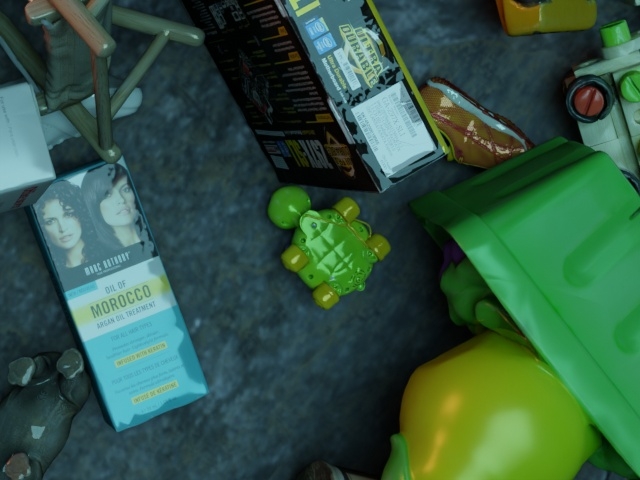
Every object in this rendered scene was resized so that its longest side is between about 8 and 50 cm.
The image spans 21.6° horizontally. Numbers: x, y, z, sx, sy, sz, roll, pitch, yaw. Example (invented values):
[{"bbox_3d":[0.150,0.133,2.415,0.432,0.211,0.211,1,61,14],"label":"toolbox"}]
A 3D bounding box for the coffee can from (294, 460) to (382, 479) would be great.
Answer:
[{"bbox_3d":[0.103,0.339,1.624,0.275,0.201,0.201,16,88,-17],"label":"coffee can"}]

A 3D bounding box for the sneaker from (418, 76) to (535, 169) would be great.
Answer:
[{"bbox_3d":[0.164,-0.098,1.702,0.175,0.064,0.067,32,103,-11],"label":"sneaker"}]

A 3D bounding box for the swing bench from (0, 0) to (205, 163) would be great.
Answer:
[{"bbox_3d":[-0.237,-0.231,1.416,0.254,0.253,0.165,32,71,5],"label":"swing bench"}]

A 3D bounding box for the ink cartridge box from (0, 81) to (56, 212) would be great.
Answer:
[{"bbox_3d":[-0.341,-0.057,1.412,0.212,0.154,0.093,-17,89,-18],"label":"ink cartridge box"}]

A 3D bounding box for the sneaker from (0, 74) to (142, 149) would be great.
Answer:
[{"bbox_3d":[-0.269,-0.101,1.562,0.212,0.080,0.094,-8,107,-10],"label":"sneaker"}]

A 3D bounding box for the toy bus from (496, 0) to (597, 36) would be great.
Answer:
[{"bbox_3d":[0.185,-0.365,1.637,0.108,0.130,0.333,-12,98,-49],"label":"toy bus"}]

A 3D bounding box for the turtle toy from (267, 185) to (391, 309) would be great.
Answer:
[{"bbox_3d":[0.000,0.000,1.645,0.095,0.066,0.130,-42,103,-10],"label":"turtle toy"}]

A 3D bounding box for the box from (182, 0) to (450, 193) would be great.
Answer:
[{"bbox_3d":[-0.026,-0.173,1.495,0.079,0.322,0.257,-32,101,-12],"label":"box"}]

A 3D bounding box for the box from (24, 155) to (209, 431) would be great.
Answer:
[{"bbox_3d":[-0.195,0.048,1.591,0.100,0.060,0.244,-22,99,-15],"label":"box"}]

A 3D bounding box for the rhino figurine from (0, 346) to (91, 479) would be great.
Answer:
[{"bbox_3d":[-0.287,0.204,1.551,0.073,0.106,0.243,28,84,5],"label":"rhino figurine"}]

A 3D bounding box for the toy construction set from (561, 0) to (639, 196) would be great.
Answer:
[{"bbox_3d":[0.367,-0.122,1.706,0.215,0.151,0.328,-17,90,9],"label":"toy construction set"}]

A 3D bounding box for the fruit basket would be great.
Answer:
[{"bbox_3d":[0.197,0.131,1.589,0.392,0.283,0.392,-1,99,-7],"label":"fruit basket"}]
